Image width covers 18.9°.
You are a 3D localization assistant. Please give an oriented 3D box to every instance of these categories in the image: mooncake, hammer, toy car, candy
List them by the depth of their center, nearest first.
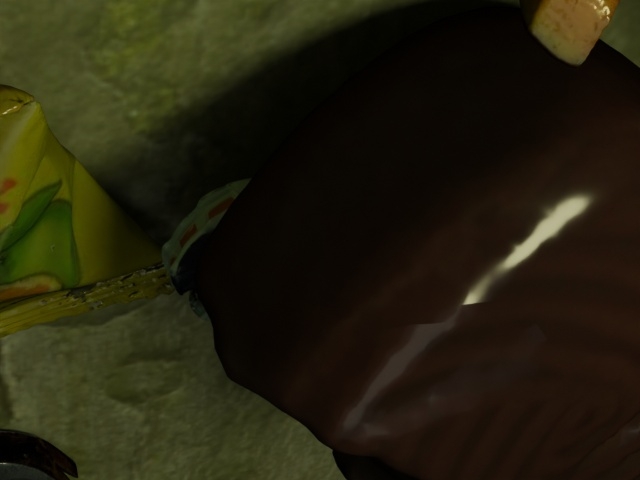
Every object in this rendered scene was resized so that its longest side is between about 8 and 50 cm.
[{"bbox_3d":[-0.197,-0.002,1.040,0.187,0.081,0.297,-18,157,5],"label":"candy"},{"bbox_3d":[0.097,0.037,1.054,0.333,0.174,0.326,-20,138,-28],"label":"mooncake"},{"bbox_3d":[0.000,0.000,1.133,0.204,0.056,0.095,-2,145,-41],"label":"toy car"},{"bbox_3d":[-0.256,0.222,1.379,0.137,0.037,0.290,0,143,-20],"label":"hammer"}]

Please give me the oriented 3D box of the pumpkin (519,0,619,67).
[{"bbox_3d":[0.144,-0.222,0.848,0.130,0.149,0.254,30,124,-11],"label":"pumpkin"}]
